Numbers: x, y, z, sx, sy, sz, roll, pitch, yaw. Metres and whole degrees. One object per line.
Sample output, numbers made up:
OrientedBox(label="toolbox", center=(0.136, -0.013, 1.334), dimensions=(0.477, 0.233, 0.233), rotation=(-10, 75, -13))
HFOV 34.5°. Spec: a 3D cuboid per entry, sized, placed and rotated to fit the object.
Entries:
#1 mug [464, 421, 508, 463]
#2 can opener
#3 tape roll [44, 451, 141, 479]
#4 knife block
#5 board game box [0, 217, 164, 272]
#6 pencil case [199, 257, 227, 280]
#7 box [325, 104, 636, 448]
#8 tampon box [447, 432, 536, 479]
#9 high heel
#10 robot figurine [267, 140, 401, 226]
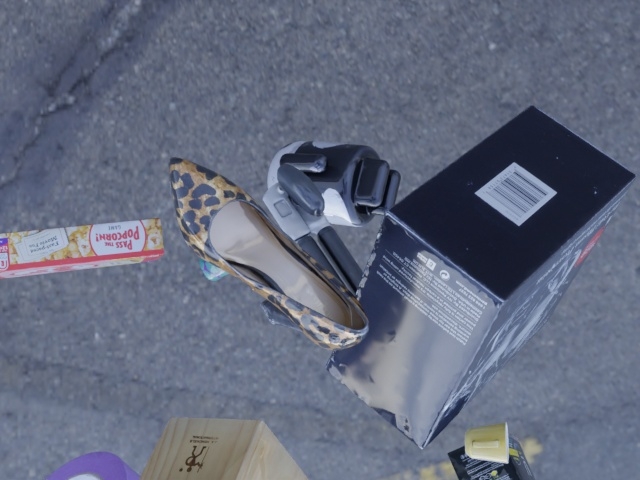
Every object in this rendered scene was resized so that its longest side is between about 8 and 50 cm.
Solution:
OrientedBox(label="mug", center=(0.253, 0.304, 1.572), dimensions=(0.064, 0.062, 0.078), rotation=(-3, 139, 13))
OrientedBox(label="can opener", center=(0.000, 0.000, 1.665), dimensions=(0.076, 0.283, 0.095), rotation=(-27, 155, -16))
OrientedBox(label="tape roll", center=(-0.396, 0.484, 1.684), dimensions=(0.275, 0.275, 0.090), rotation=(-31, 123, 13))
OrientedBox(label="knife block", center=(-0.087, 0.258, 0.722), dimensions=(0.088, 0.242, 0.275), rotation=(-3, 136, 31))
OrientedBox(label="board game box", center=(-0.286, 0.010, 1.207), dimensions=(0.193, 0.045, 0.147), rotation=(-6, 177, -12))
OrientedBox(label="pencil case", center=(-0.161, 0.020, 1.883), dimensions=(0.064, 0.070, 0.152), rotation=(37, 142, -22))
OrientedBox(label="box", center=(0.208, 0.044, 1.360), dimensions=(0.343, 0.179, 0.312), rotation=(-36, 156, -38))
OrientedBox(label="tampon box", center=(0.304, 0.415, 1.725), dimensions=(0.101, 0.161, 0.120), rotation=(-29, 154, 14))
OrientedBox(label="high heel", center=(-0.051, 0.010, 1.115), dimensions=(0.093, 0.186, 0.261), rotation=(-47, 120, -21))
OrientedBox(label="robot figurine", center=(0.024, -0.122, 2.144), dimensions=(0.278, 0.173, 0.209), rotation=(7, 128, 31))
